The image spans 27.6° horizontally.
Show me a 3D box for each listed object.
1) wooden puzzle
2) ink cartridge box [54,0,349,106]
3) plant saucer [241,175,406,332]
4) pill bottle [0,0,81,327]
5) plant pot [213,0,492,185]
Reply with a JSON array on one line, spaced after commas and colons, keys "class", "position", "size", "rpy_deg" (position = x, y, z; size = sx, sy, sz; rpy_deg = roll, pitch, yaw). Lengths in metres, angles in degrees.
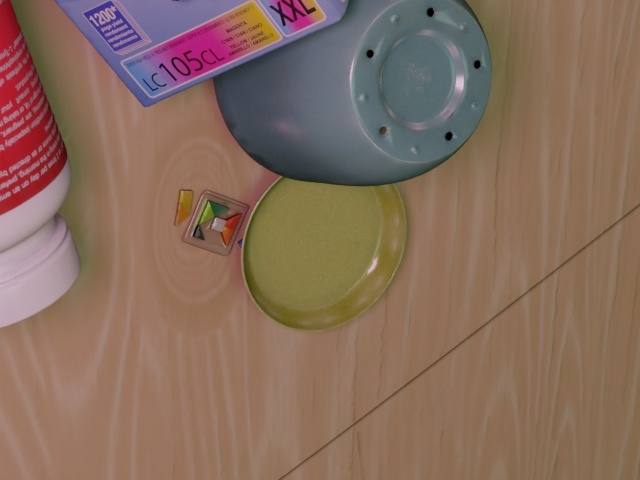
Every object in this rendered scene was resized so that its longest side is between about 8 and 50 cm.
[{"class": "wooden puzzle", "position": [-0.131, -0.020, 1.618], "size": [0.116, 0.014, 0.078], "rpy_deg": [12, 104, -31]}, {"class": "ink cartridge box", "position": [-0.178, -0.358, 1.307], "size": [0.270, 0.151, 0.395], "rpy_deg": [-21, 126, 26]}, {"class": "plant saucer", "position": [0.000, 0.000, 1.676], "size": [0.241, 0.037, 0.241], "rpy_deg": [-10, 112, -26]}, {"class": "pill bottle", "position": [-0.390, -0.120, 1.314], "size": [0.229, 0.229, 0.407], "rpy_deg": [-25, 119, -17]}, {"class": "plant pot", "position": [0.056, -0.193, 1.490], "size": [0.293, 0.235, 0.293], "rpy_deg": [-7, 105, -27]}]
